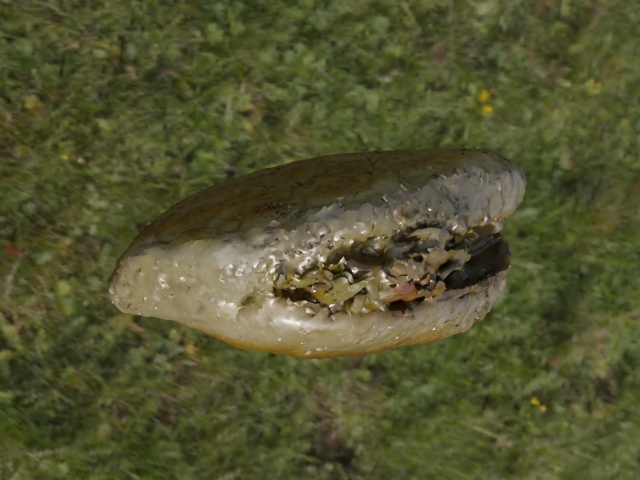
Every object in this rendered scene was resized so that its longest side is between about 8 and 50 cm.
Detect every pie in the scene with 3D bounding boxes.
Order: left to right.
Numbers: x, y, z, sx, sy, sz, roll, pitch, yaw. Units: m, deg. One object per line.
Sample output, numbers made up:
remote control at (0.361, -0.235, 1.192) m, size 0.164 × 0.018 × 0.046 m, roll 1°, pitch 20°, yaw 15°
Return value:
pie at (0.000, 0.000, 0.494) m, size 0.193 × 0.163 × 0.079 m, roll -17°, pitch 109°, yaw -46°
